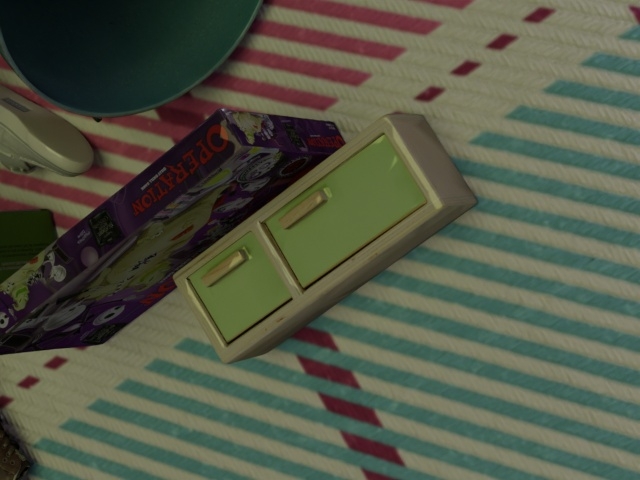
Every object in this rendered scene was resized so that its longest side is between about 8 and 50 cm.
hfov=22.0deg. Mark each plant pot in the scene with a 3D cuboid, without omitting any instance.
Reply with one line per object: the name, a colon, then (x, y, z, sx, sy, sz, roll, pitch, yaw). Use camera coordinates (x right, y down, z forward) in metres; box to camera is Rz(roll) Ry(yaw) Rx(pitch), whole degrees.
plant pot: (-0.214, -0.285, 1.521, 0.195, 0.290, 0.290, 39, 110, 41)

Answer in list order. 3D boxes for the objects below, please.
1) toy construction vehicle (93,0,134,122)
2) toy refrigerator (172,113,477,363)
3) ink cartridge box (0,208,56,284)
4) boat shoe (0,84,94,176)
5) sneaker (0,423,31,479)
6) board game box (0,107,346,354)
toy construction vehicle: (-0.218, -0.182, 1.646, 0.086, 0.035, 0.098, -40, 84, 24)
toy refrigerator: (0.000, 0.000, 1.516, 0.269, 0.094, 0.102, -36, 78, 24)
ink cartridge box: (-0.406, 0.037, 1.625, 0.189, 0.255, 0.097, -14, 87, 26)
boat shoe: (-0.308, -0.103, 1.678, 0.184, 0.066, 0.063, 29, 116, 21)
sneaker: (-0.341, 0.225, 1.725, 0.071, 0.066, 0.188, -14, 85, 0)
board game box: (-0.153, -0.002, 1.528, 0.347, 0.208, 0.056, -36, 78, 24)
